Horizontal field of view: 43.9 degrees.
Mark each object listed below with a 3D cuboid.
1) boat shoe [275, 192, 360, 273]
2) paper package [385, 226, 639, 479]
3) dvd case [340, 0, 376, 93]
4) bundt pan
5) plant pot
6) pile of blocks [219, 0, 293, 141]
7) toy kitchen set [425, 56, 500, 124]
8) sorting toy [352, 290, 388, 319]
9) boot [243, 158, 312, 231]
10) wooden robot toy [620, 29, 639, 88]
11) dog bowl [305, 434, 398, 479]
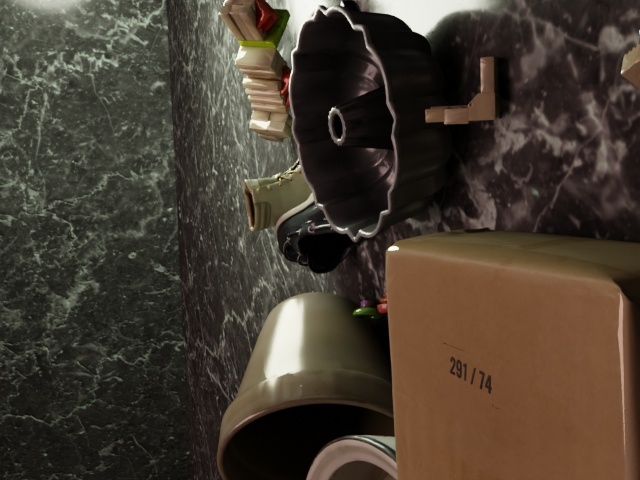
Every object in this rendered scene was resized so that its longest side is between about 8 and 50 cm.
[{"bbox_3d":[0.004,0.000,1.417,0.340,0.127,0.113,144,130,-58],"label":"boat shoe"},{"bbox_3d":[0.216,0.153,0.737,0.325,0.168,0.309,8,103,61],"label":"paper package"},{"bbox_3d":[0.044,-0.258,1.359,0.238,0.030,0.179,111,147,-51],"label":"dvd case"},{"bbox_3d":[0.076,-0.171,1.124,0.331,0.124,0.330,167,90,-68],"label":"bundt pan"},{"bbox_3d":[0.001,0.249,1.313,0.280,0.323,0.323,-92,9,-48],"label":"plant pot"},{"bbox_3d":[-0.088,-0.359,1.607,0.113,0.149,0.362,11,136,25],"label":"pile of blocks"},{"bbox_3d":[0.176,-0.181,0.964,0.068,0.083,0.075,-26,-66,-66],"label":"toy kitchen set"},{"bbox_3d":[0.100,0.102,1.280,0.102,0.061,0.042,-13,68,44],"label":"sorting toy"},{"bbox_3d":[-0.061,-0.122,1.497,0.077,0.165,0.213,-137,45,-62],"label":"boot"},{"bbox_3d":[0.306,-0.197,0.620,0.173,0.076,0.079,111,-178,-53],"label":"wooden robot toy"},{"bbox_3d":[0.134,0.453,1.073,0.408,0.150,0.407,15,108,57],"label":"dog bowl"}]
